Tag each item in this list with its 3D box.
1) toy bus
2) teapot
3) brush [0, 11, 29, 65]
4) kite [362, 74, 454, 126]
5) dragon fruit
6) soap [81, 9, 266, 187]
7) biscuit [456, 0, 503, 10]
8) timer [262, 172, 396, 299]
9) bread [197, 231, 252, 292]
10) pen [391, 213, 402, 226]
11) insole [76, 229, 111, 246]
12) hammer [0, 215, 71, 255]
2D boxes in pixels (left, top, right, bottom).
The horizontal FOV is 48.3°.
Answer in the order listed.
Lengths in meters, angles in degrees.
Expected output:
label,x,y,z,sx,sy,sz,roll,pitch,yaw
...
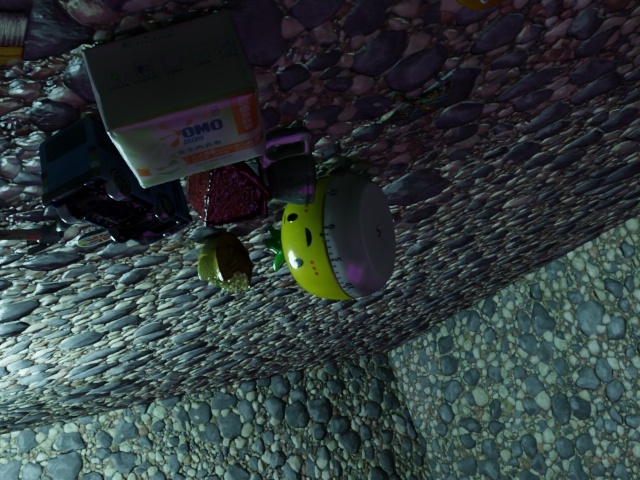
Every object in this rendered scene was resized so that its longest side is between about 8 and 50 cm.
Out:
label,x,y,z,sx,sy,sz,roll,pitch,yaw
toy bus,-0.312,-0.084,1.110,0.116,0.134,0.234,-25,156,17
teapot,-0.062,-0.123,1.288,0.108,0.111,0.149,-6,163,-9
brush,-0.430,-0.192,0.883,0.103,0.013,0.272,-7,159,-32
kite,0.177,-0.252,1.308,0.182,0.010,0.160,-28,163,35
dragon fruit,-0.162,-0.109,1.252,0.120,0.127,0.161,-14,140,-26
soap,-0.184,-0.183,0.950,0.199,0.139,0.182,-16,160,-5
biscuit,0.254,-0.377,0.965,0.170,0.050,0.170,-18,161,-6
timer,0.000,0.000,1.493,0.285,0.285,0.285,-17,161,-6
bread,-0.212,0.047,1.604,0.086,0.125,0.156,-17,161,20
pen,0.140,-0.014,1.915,0.053,0.032,0.197,-1,152,-45
insole,-0.390,-0.022,1.412,0.193,0.006,0.065,-19,161,-1
hammer,-0.582,-0.010,1.218,0.287,0.033,0.111,-1,153,-42
